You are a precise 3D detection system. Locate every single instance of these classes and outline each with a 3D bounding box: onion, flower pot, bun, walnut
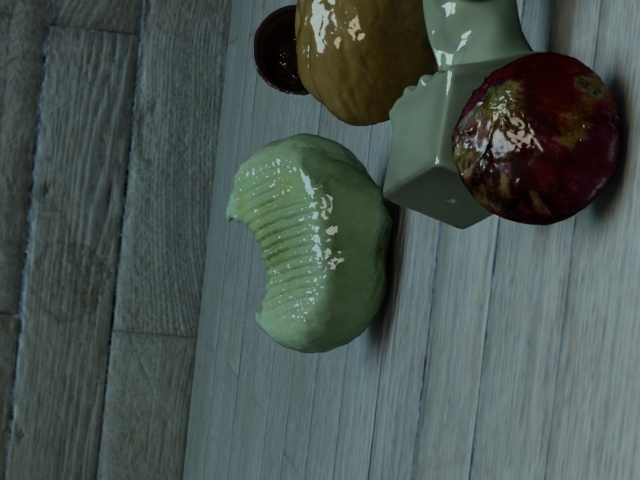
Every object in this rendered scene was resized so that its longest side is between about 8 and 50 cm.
[{"bbox_3d":[0.135,-0.061,1.004,0.107,0.097,0.107,-5,82,39],"label":"onion"},{"bbox_3d":[-0.026,-0.219,1.985,0.089,0.111,0.111,84,-170,-82],"label":"flower pot"},{"bbox_3d":[0.000,0.000,1.613,0.204,0.126,0.212,16,107,54],"label":"bun"},{"bbox_3d":[0.047,-0.181,1.425,0.166,0.149,0.166,1,-90,-66],"label":"walnut"}]

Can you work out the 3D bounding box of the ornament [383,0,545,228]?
[{"bbox_3d":[0.105,-0.150,1.119,0.130,0.120,0.285,0,83,59],"label":"ornament"}]
